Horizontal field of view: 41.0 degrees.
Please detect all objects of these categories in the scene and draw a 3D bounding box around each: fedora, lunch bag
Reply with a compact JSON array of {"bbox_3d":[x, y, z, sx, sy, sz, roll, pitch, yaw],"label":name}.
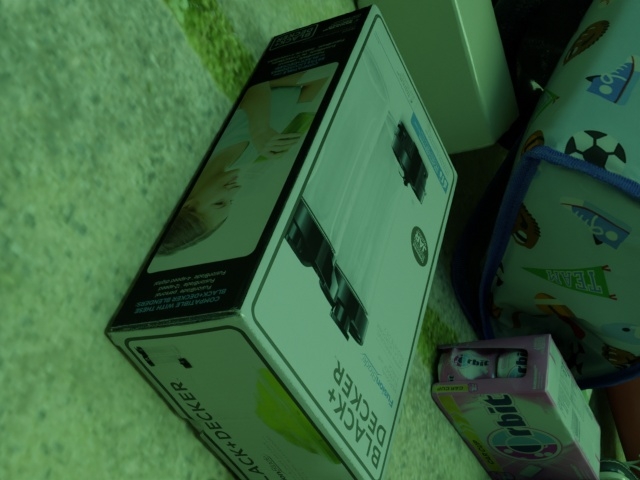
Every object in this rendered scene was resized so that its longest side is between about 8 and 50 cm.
[{"bbox_3d":[0.296,-0.262,1.035,0.334,0.334,0.152,39,19,-50],"label":"fedora"},{"bbox_3d":[0.297,-0.048,0.863,0.327,0.239,0.385,-57,163,-27],"label":"lunch bag"}]

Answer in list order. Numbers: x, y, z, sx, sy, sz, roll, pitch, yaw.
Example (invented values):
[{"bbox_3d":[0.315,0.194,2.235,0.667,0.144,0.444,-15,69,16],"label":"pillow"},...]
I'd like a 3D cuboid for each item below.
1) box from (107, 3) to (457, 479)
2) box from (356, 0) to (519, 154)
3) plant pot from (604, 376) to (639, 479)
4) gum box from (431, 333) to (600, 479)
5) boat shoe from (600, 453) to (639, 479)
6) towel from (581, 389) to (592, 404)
[{"bbox_3d":[0.000,0.000,0.554,0.169,0.087,0.290,59,36,-33],"label":"box"},{"bbox_3d":[0.096,-0.220,0.779,0.113,0.094,0.275,-40,117,-56],"label":"box"},{"bbox_3d":[0.557,0.259,1.260,0.275,0.275,0.243,28,55,-55],"label":"plant pot"},{"bbox_3d":[0.190,0.164,0.819,0.188,0.107,0.062,54,39,-39],"label":"gum box"},{"bbox_3d":[0.397,0.339,1.145,0.254,0.095,0.079,50,43,-44],"label":"boat shoe"},{"bbox_3d":[0.354,0.070,1.194,0.325,0.038,0.247,-54,132,-50],"label":"towel"}]
